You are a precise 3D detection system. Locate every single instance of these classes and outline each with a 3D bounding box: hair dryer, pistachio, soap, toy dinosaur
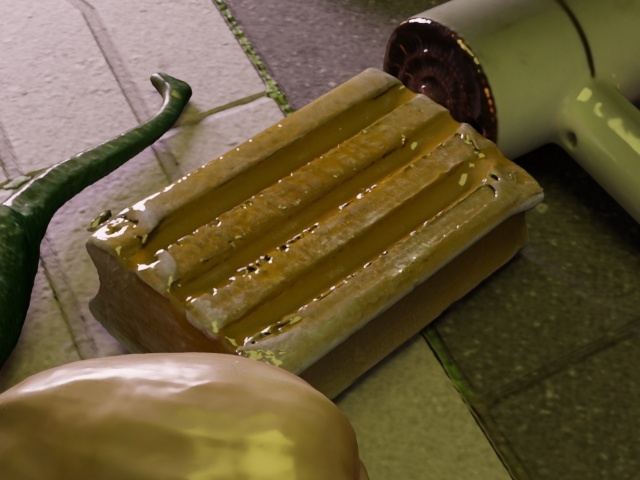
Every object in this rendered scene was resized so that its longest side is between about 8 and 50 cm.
[{"bbox_3d":[0.228,-0.056,1.049,0.203,0.128,0.362,-25,59,-29],"label":"hair dryer"},{"bbox_3d":[-0.077,0.136,0.785,0.229,0.157,0.157,8,43,15],"label":"pistachio"},{"bbox_3d":[0.000,0.000,0.972,0.173,0.089,0.274,36,51,27],"label":"soap"},{"bbox_3d":[-0.181,0.033,0.949,0.301,0.087,0.447,5,46,-29],"label":"toy dinosaur"}]
